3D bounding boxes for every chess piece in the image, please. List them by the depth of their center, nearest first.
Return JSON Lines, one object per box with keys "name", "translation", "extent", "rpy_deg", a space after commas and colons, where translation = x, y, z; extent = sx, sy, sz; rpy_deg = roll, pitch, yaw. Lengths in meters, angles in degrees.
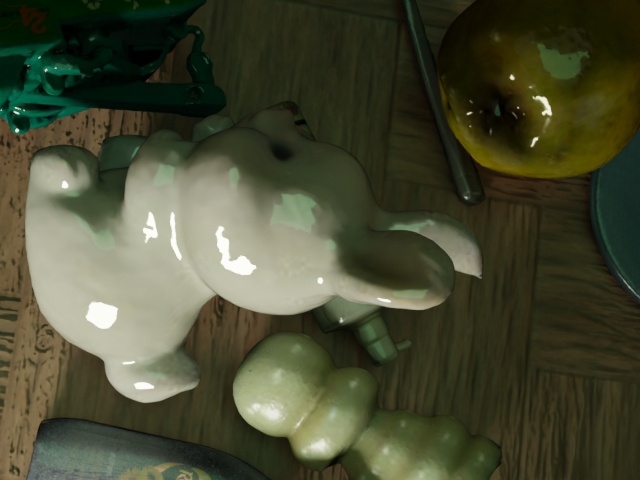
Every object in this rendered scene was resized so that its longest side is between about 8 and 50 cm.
{"name": "chess piece", "translation": [0.032, 0.175, 1.134], "extent": [0.243, 0.133, 0.133], "rpy_deg": [35, 76, 3]}

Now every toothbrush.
{"name": "toothbrush", "translation": [0.108, -0.175, 1.248], "extent": [0.030, 0.030, 0.297], "rpy_deg": [-17, 86, -22]}

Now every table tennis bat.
{"name": "table tennis bat", "translation": [0.399, 0.012, 1.270], "extent": [0.215, 0.044, 0.329], "rpy_deg": [-21, 83, -15]}

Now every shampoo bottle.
{"name": "shampoo bottle", "translation": [-0.147, 0.222, 1.120], "extent": [0.233, 0.049, 0.087], "rpy_deg": [14, 86, -9]}
{"name": "shampoo bottle", "translation": [0.000, 0.000, 1.168], "extent": [0.085, 0.085, 0.262], "rpy_deg": [-28, 88, -14]}

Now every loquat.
{"name": "loquat", "translation": [0.228, -0.166, 1.184], "extent": [0.246, 0.213, 0.213], "rpy_deg": [-31, 88, -45]}

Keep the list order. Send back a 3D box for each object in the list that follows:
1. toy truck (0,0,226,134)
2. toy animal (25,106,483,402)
{"name": "toy truck", "translation": [-0.256, -0.176, 1.052], "extent": [0.363, 0.176, 0.178], "rpy_deg": [-11, 77, -36]}
{"name": "toy animal", "translation": [-0.057, 0.011, 1.045], "extent": [0.367, 0.196, 0.241], "rpy_deg": [-7, 101, 18]}
